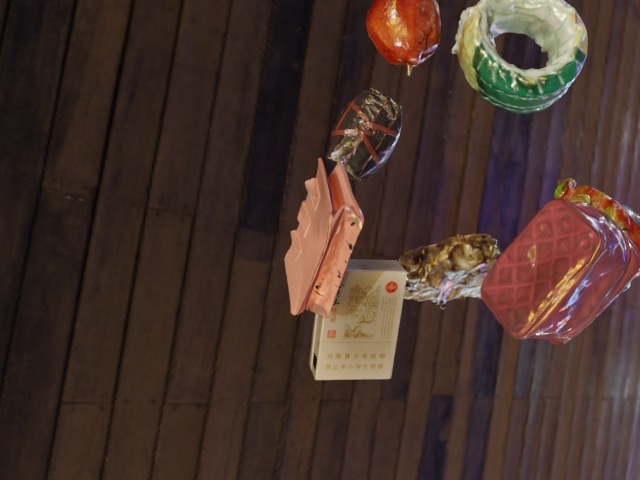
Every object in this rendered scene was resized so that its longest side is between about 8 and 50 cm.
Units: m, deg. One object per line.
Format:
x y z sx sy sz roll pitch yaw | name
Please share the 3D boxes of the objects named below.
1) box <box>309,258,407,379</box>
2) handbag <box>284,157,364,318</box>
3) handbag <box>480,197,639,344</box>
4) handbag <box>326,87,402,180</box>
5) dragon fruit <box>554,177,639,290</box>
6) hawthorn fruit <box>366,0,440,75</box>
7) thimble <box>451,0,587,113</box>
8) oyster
0.061 0.133 1.252 0.141 0.058 0.201 1 109 -13 | box
0.000 0.000 1.140 0.059 0.157 0.213 6 130 -18 | handbag
0.364 0.052 1.140 0.135 0.146 0.225 15 119 -39 | handbag
0.106 -0.251 1.786 0.155 0.169 0.215 31 93 -1 | handbag
0.594 -0.006 1.606 0.130 0.295 0.268 -39 89 -15 | dragon fruit
0.191 -0.487 1.701 0.173 0.173 0.179 -49 118 -30 | hawthorn fruit
0.442 -0.430 1.674 0.254 0.288 0.167 -61 170 -9 | thimble
0.276 0.068 1.533 0.396 0.204 0.111 2 61 -24 | oyster
